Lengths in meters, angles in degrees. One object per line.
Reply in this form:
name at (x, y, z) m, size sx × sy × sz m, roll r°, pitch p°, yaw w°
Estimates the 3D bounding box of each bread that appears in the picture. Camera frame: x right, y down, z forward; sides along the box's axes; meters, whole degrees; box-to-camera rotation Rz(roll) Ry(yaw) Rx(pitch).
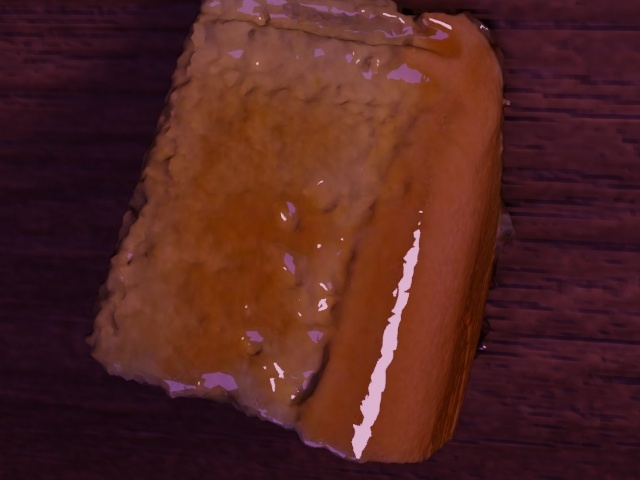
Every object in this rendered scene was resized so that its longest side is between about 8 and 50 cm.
bread at (0.000, 0.000, 0.682) m, size 0.140 × 0.169 × 0.160 m, roll 16°, pitch 167°, yaw 10°
